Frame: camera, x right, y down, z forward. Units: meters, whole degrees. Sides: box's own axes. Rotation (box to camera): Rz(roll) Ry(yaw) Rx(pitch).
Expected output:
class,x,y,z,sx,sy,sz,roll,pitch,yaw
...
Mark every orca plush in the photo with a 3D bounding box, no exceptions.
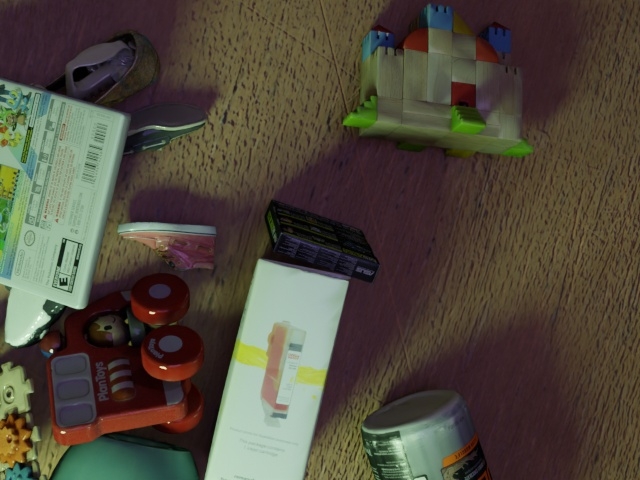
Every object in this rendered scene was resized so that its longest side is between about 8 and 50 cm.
class,x,y,z,sx,sy,sz,roll,pitch,yaw
orca plush,-0.460,0.049,1.765,0.151,0.102,0.287,0,79,29

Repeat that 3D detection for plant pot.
class,x,y,z,sx,sy,sz,roll,pitch,yaw
plant pot,-0.330,0.447,1.693,0.293,0.293,0.235,14,82,-15

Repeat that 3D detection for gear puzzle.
class,x,y,z,sx,sy,sz,roll,pitch,yaw
gear puzzle,-0.541,0.292,1.678,0.044,0.175,0.339,10,62,-55

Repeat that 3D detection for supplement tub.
class,x,y,z,sx,sy,sz,roll,pitch,yaw
supplement tub,0.217,0.464,1.875,0.207,0.207,0.338,-21,97,-14

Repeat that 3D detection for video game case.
class,x,y,z,sx,sy,sz,roll,pitch,yaw
video game case,-0.483,-0.086,1.665,0.300,0.036,0.329,17,98,13

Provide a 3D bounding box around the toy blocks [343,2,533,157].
class,x,y,z,sx,sy,sz,roll,pitch,yaw
toy blocks,0.226,-0.313,1.899,0.381,0.191,0.261,5,78,-16

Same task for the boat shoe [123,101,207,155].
class,x,y,z,sx,sy,sz,roll,pitch,yaw
boat shoe,-0.302,-0.193,1.810,0.206,0.075,0.065,-14,138,-20

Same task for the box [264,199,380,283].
class,x,y,z,sx,sy,sz,roll,pitch,yaw
box,0.000,0.000,1.819,0.190,0.184,0.045,18,109,-16

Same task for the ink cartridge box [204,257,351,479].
class,x,y,z,sx,sy,sz,roll,pitch,yaw
ink cartridge box,-0.077,0.230,1.747,0.160,0.279,0.385,14,87,-3

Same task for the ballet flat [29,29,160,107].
class,x,y,z,sx,sy,sz,roll,pitch,yaw
ballet flat,-0.430,-0.244,1.729,0.348,0.123,0.123,-37,100,-13

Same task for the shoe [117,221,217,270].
class,x,y,z,sx,sy,sz,roll,pitch,yaw
shoe,-0.272,0.012,1.807,0.178,0.063,0.081,3,85,-19

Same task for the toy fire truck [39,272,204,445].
class,x,y,z,sx,sy,sz,roll,pitch,yaw
toy fire truck,-0.332,0.195,1.692,0.254,0.302,0.169,-7,132,-15
